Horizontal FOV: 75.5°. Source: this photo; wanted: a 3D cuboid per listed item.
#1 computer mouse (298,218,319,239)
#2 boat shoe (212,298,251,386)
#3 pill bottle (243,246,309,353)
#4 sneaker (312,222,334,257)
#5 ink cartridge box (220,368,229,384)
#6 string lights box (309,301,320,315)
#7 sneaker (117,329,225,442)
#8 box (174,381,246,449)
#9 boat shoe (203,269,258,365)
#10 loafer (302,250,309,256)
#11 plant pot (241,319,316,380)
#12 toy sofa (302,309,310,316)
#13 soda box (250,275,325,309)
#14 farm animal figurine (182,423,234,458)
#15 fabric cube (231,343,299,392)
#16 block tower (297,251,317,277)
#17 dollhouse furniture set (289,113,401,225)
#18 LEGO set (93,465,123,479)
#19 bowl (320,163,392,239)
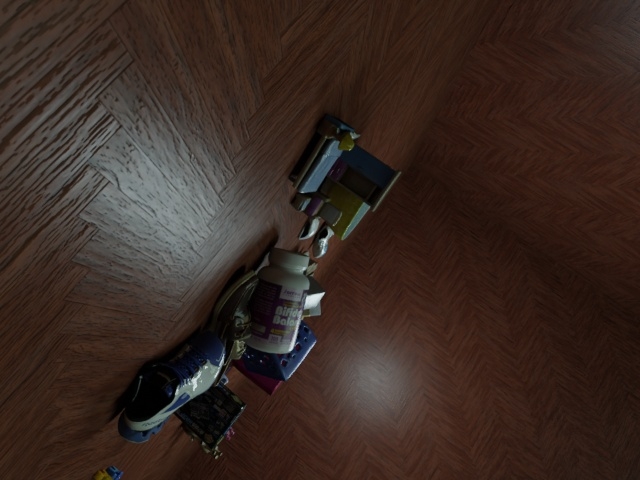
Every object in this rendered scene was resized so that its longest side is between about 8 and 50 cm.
[{"bbox_3d":[-0.018,-0.071,1.519,0.193,0.042,0.106,-58,172,28],"label":"computer mouse"},{"bbox_3d":[-0.297,0.339,1.368,0.324,0.116,0.123,-55,172,8],"label":"boat shoe"},{"bbox_3d":[-0.129,0.180,1.283,0.169,0.169,0.301,6,98,-81],"label":"pill bottle"},{"bbox_3d":[0.000,0.000,1.874,0.083,0.071,0.190,-26,143,-60],"label":"sneaker"},{"bbox_3d":[-0.492,0.683,1.836,0.206,0.045,0.208,-49,175,33],"label":"ink cartridge box"},{"bbox_3d":[-0.062,0.311,2.249,0.260,0.077,0.133,-152,-120,-78],"label":"string lights box"},{"bbox_3d":[-0.356,0.346,1.028,0.315,0.127,0.182,-45,170,-40],"label":"sneaker"},{"bbox_3d":[-0.390,0.566,1.415,0.175,0.220,0.051,-54,167,1],"label":"box"},{"bbox_3d":[-0.247,0.235,1.200,0.342,0.123,0.123,-57,171,22],"label":"boat shoe"},{"bbox_3d":[-0.097,0.093,1.802,0.045,0.039,0.125,24,101,-48],"label":"loafer"},{"bbox_3d":[-0.193,0.383,1.643,0.236,0.212,0.236,-1,-147,39],"label":"plant pot"},{"bbox_3d":[-0.160,0.364,2.152,0.362,0.150,0.177,112,-26,-61],"label":"toy sofa"},{"bbox_3d":[-0.118,0.207,1.542,0.286,0.098,0.091,-3,132,-49],"label":"soda box"},{"bbox_3d":[-0.562,0.908,2.053,0.330,0.172,0.327,-67,155,-7],"label":"farm animal figurine"},{"bbox_3d":[-0.268,0.596,2.106,0.259,0.258,0.254,-50,170,-25],"label":"fabric cube"},{"bbox_3d":[-0.111,0.208,1.748,0.091,0.097,0.335,-30,147,-54],"label":"block tower"},{"bbox_3d":[0.051,-0.140,1.082,0.286,0.198,0.303,-57,171,16],"label":"dollhouse furniture set"},{"bbox_3d":[-0.625,0.731,1.214,0.087,0.093,0.227,-51,171,-23],"label":"LEGO set"},{"bbox_3d":[0.094,-0.161,1.376,0.289,0.156,0.289,-53,172,-10],"label":"bowl"}]
